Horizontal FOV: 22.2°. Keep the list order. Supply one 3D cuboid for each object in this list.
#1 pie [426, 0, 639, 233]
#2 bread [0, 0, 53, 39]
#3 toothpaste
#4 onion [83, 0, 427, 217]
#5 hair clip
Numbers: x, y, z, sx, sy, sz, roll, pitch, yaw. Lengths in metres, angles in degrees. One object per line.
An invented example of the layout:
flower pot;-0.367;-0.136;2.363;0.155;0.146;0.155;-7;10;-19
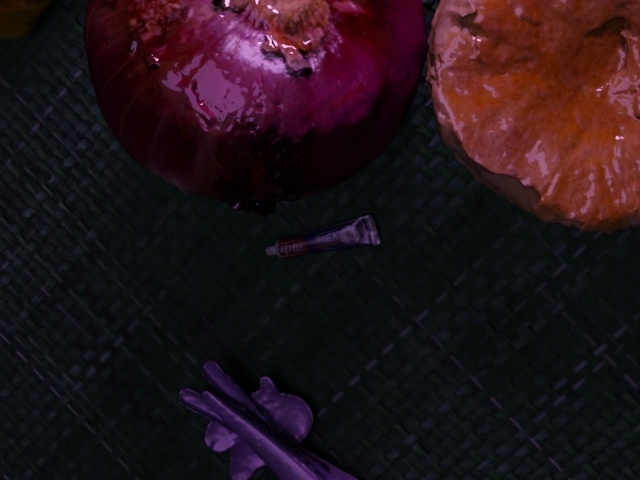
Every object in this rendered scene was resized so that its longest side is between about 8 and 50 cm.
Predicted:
pie;0.263;-0.164;1.595;0.339;0.083;0.339;1;108;4
bread;-0.304;-0.378;1.791;0.166;0.112;0.383;49;119;2
toothpaste;0.000;0.000;1.836;0.140;0.021;0.037;-12;104;24
onion;-0.076;-0.180;1.679;0.348;0.348;0.385;46;158;4
hair clip;-0.046;0.255;1.910;0.278;0.090;0.137;46;114;8
